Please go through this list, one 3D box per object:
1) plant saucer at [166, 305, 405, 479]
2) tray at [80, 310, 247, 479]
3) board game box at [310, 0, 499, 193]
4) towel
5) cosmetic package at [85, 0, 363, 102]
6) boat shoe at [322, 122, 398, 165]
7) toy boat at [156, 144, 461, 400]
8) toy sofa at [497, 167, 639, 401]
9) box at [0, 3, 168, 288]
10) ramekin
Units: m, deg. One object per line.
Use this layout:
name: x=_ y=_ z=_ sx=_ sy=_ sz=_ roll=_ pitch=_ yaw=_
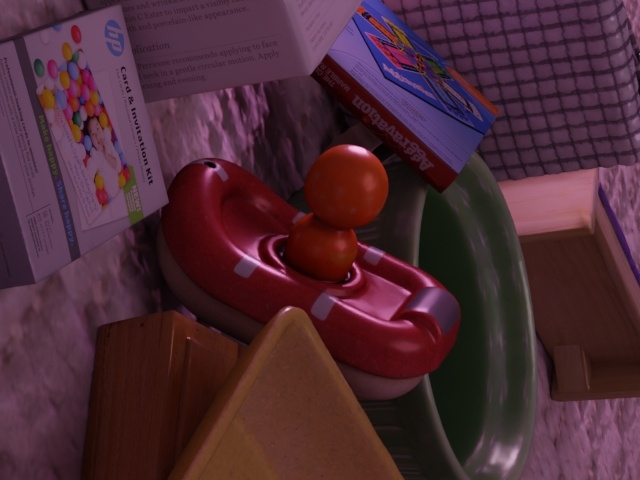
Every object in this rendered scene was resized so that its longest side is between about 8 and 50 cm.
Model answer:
plant saucer: x=-0.030 y=0.268 z=1.050 sx=0.332 sy=0.081 sz=0.333 roll=59 pitch=37 yaw=-24
tray: x=-0.076 y=0.273 z=1.118 sx=0.203 sy=0.076 sz=0.411 roll=32 pitch=55 yaw=-48
board game box: x=0.019 y=-0.166 z=1.371 sx=0.281 sy=0.027 sz=0.145 roll=42 pitch=33 yaw=-3
towel: x=0.147 y=-0.180 z=1.534 sx=0.121 sy=0.284 sz=0.235 roll=-66 pitch=142 yaw=-51
cosmetic package: x=-0.078 y=-0.216 z=1.200 sx=0.151 sy=0.151 sz=0.183 roll=-59 pitch=137 yaw=-55
boat shoe: x=0.064 y=-0.096 z=1.515 sx=0.043 sy=0.137 sz=0.049 roll=28 pitch=32 yaw=-55
toy boat: x=0.000 y=0.000 z=1.207 sx=0.151 sy=0.231 sz=0.151 roll=-68 pitch=170 yaw=23
toy sofa: x=0.299 y=0.025 z=1.980 sx=0.362 sy=0.150 sz=0.177 roll=56 pitch=36 yaw=-45
box: x=-0.169 y=-0.065 z=1.093 sx=0.186 sy=0.038 sz=0.145 roll=-38 pitch=118 yaw=-64
ramekin: x=0.069 y=0.076 z=1.447 sx=0.303 sy=0.148 sz=0.303 roll=-8 pitch=90 yaw=-66
